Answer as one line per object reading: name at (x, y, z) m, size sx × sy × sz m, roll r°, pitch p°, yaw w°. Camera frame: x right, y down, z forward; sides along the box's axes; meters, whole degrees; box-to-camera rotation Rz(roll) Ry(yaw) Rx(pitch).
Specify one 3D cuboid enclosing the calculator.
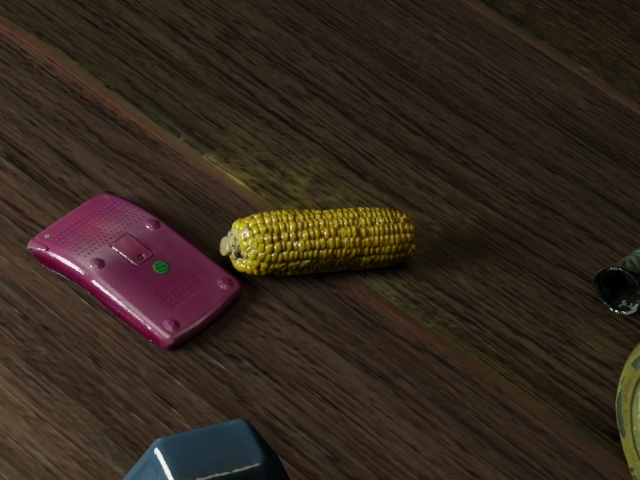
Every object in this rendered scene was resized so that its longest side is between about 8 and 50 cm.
calculator at (-0.179, 0.024, 1.650) m, size 0.190 × 0.034 × 0.127 m, roll 34°, pitch 44°, yaw 18°

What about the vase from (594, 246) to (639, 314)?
vase at (0.358, 0.016, 1.780) m, size 0.059 × 0.059 × 0.167 m, roll 35°, pitch 47°, yaw 21°

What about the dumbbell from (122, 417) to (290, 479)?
dumbbell at (-0.049, 0.299, 1.315) m, size 0.144 × 0.160 × 0.325 m, roll -31°, pitch 52°, yaw -1°

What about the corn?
corn at (0.000, 0.000, 1.695) m, size 0.207 × 0.068 × 0.068 m, roll -3°, pitch 46°, yaw -18°

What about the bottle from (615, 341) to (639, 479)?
bottle at (0.471, 0.152, 1.586) m, size 0.351 × 0.171 × 0.171 m, roll -7°, pitch 47°, yaw -21°
